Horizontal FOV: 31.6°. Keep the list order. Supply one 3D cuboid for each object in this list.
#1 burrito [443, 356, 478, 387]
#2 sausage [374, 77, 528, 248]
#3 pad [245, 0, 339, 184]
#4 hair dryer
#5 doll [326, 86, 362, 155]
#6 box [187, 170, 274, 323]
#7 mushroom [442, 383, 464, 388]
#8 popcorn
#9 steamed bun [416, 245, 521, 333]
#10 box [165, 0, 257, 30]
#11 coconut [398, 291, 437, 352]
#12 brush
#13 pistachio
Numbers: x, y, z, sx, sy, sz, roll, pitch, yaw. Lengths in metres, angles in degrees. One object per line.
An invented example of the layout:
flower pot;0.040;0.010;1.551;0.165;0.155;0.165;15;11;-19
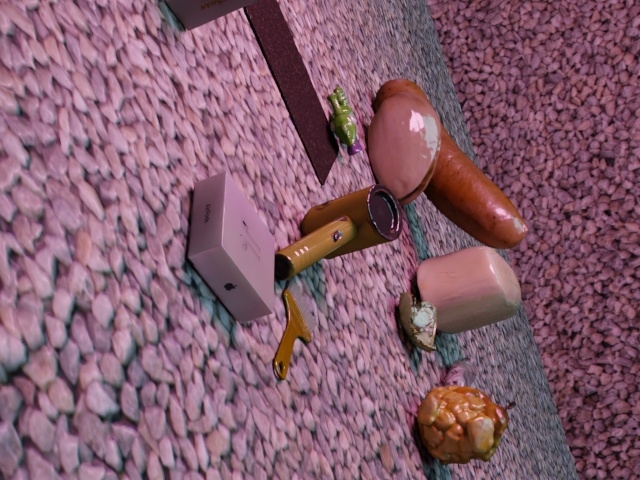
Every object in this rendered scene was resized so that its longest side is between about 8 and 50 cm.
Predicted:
burrito;0.284;0.287;2.315;0.064;0.064;0.203;69;18;-5
sausage;0.263;-0.159;2.439;0.500;0.136;0.123;56;6;29
pad;-0.044;-0.274;1.967;0.220;0.004;0.330;-67;136;-67
hair dryer;0.000;0.000;1.643;0.279;0.135;0.090;-30;102;-56
doll;0.043;-0.230;2.116;0.190;0.050;0.115;-91;164;-68
box;-0.106;0.009;1.361;0.130;0.051;0.129;-92;157;-46
mushroom;0.256;0.322;2.173;0.079;0.085;0.085;100;-16;-58
popcorn;0.241;0.330;1.992;0.194;0.163;0.140;-163;-110;-71
steamed bun;0.307;0.095;2.347;0.250;0.200;0.154;34;39;-69
box;-0.137;-0.411;1.562;0.067;0.150;0.233;48;27;-47
coconut;0.183;0.155;2.131;0.158;0.055;0.133;44;33;-55
brush;-0.039;0.128;1.520;0.205;0.011;0.083;-71;140;-63
pistachio;0.171;-0.192;2.348;0.138;0.153;0.237;14;84;-60
